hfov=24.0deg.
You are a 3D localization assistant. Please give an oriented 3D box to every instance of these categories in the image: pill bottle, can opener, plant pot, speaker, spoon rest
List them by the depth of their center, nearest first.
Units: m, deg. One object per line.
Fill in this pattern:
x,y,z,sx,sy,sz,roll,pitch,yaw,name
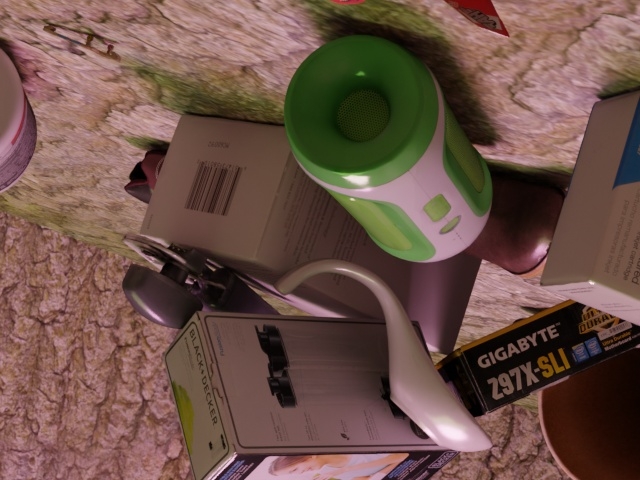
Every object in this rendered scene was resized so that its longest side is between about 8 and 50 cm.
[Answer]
0.063,-0.067,1.240,0.131,0.131,0.296,16,172,19,speaker
0.078,0.113,1.538,0.276,0.084,0.137,43,177,-8,spoon rest
-0.128,0.074,1.623,0.076,0.095,0.283,16,163,33,can opener
-0.409,-0.133,1.724,0.161,0.161,0.283,19,171,-3,pill bottle
0.454,0.210,1.981,0.237,0.237,0.254,12,-175,40,plant pot

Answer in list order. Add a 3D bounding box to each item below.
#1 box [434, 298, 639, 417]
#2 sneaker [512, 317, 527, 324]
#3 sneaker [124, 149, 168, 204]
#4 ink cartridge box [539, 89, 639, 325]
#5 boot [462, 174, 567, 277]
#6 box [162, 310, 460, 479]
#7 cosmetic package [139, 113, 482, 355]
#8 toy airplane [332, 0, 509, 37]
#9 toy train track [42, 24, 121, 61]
0.260,0.111,1.639,0.257,0.079,0.322,-25,173,-4,box
0.367,0.137,2.169,0.098,0.083,0.223,-3,-177,-23,sneaker
-0.168,-0.054,1.993,0.162,0.106,0.281,22,162,16,sneaker
0.281,-0.003,1.092,0.203,0.148,0.086,20,170,-15,ink cartridge box
0.112,-0.037,1.442,0.207,0.090,0.248,19,176,-17,boot
-0.008,0.169,1.589,0.290,0.169,0.087,4,144,-35,box
0.000,0.000,1.717,0.197,0.155,0.365,11,169,42,cosmetic package
0.054,-0.166,0.942,0.151,0.028,0.151,18,173,2,toy airplane
-0.228,-0.193,1.453,0.083,0.014,0.048,23,180,14,toy train track
